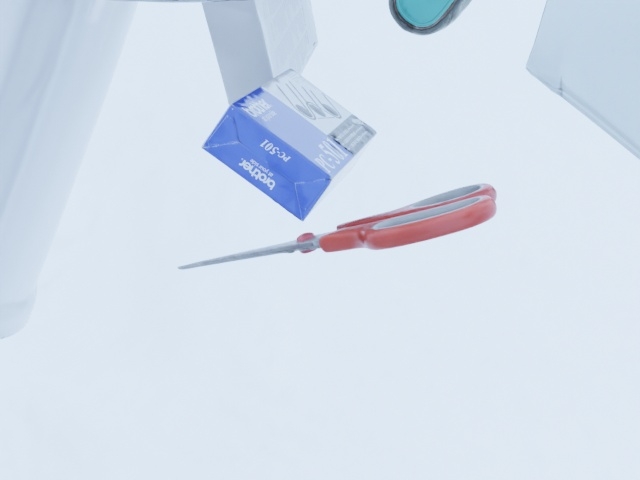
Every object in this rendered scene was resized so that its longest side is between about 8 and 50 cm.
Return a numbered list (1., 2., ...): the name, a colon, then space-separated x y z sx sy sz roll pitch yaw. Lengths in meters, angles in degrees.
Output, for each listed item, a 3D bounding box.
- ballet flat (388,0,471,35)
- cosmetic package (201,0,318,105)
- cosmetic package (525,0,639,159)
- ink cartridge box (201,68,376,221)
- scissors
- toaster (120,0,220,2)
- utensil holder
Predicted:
1. ballet flat: 0.131 -0.253 1.269 0.072 0.068 0.213 41 109 1
2. cosmetic package: -0.060 -0.226 1.406 0.060 0.099 0.239 15 146 20
3. cosmetic package: 0.297 -0.028 0.484 0.377 0.284 0.097 -4 121 -30
4. ink cartridge box: -0.020 -0.081 1.300 0.097 0.207 0.046 37 108 2
5. scissors: 0.000 0.000 1.239 0.297 0.109 0.021 -13 102 22
6. toaster: -0.097 -0.252 1.118 0.146 0.227 0.129 130 132 -57
7. utensil holder: -0.392 -0.140 1.656 0.327 0.327 0.386 25 105 5
